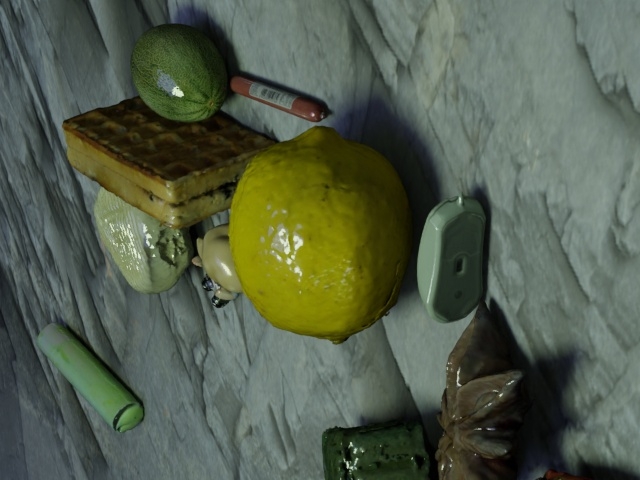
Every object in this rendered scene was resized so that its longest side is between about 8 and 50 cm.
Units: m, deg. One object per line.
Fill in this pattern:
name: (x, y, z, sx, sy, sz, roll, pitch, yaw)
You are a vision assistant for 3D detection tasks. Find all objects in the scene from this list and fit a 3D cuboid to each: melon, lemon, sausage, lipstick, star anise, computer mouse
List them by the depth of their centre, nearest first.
computer mouse: (0.163, 0.016, 1.689, 0.056, 0.089, 0.182, 34, 130, 48)
star anise: (0.208, 0.255, 1.710, 0.292, 0.108, 0.350, -86, 1, -83)
lemon: (0.000, 0.000, 1.754, 0.253, 0.253, 0.310, 22, 125, 46)
sausage: (-0.065, -0.208, 1.928, 0.223, 0.029, 0.029, 26, 126, 44)
melon: (-0.218, -0.258, 2.013, 0.192, 0.139, 0.139, 45, 138, 36)
lipstick: (-0.464, 0.275, 2.659, 0.304, 0.076, 0.076, 37, 134, 36)

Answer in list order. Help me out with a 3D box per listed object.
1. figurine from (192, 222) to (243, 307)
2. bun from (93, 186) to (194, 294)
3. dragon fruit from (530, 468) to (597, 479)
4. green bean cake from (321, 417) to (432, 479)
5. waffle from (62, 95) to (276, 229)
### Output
figurine: (-0.150, 0.045, 2.110, 0.114, 0.108, 0.196, 65, 150, 12)
bun: (-0.283, -0.016, 2.224, 0.220, 0.134, 0.220, 39, 141, 41)
dragon fruit: (0.319, 0.376, 1.591, 0.172, 0.172, 0.210, -36, 78, 54)
green bean cake: (0.080, 0.376, 1.875, 0.255, 0.132, 0.241, 142, 116, -77)
waffle: (-0.233, -0.131, 2.031, 0.308, 0.213, 0.091, 29, 131, 41)
